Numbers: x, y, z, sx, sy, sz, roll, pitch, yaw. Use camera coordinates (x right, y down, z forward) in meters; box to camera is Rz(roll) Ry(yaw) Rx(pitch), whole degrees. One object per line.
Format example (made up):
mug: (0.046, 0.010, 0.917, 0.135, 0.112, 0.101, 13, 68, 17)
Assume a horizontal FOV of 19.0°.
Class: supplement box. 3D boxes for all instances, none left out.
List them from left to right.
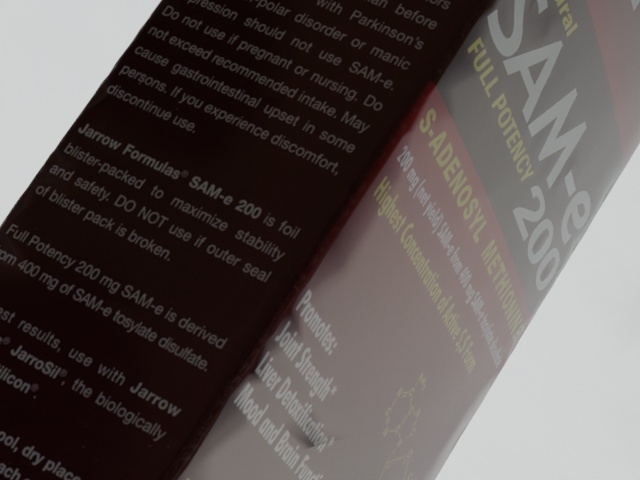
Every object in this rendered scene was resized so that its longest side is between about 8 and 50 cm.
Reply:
supplement box: (0.000, 0.000, 0.452, 0.073, 0.130, 0.239, 25, -106, 26)
